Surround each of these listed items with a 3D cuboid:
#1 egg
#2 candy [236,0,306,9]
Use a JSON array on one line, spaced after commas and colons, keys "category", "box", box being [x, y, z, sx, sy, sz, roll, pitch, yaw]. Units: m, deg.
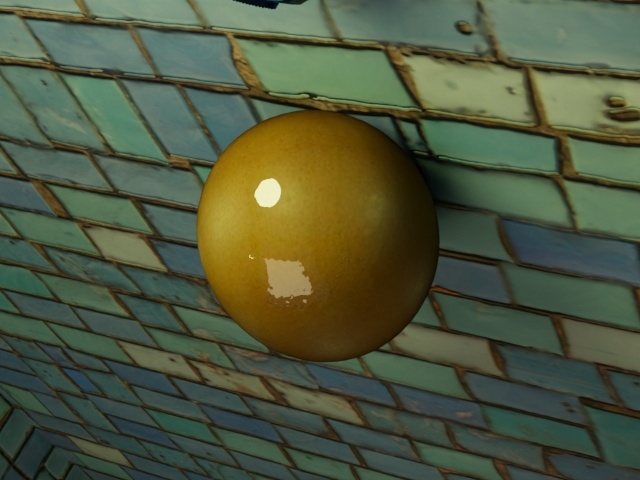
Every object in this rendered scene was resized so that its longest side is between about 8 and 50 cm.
[{"category": "egg", "box": [0.000, 0.000, 1.605, 0.283, 0.282, 0.351, 15, 152, 24]}, {"category": "candy", "box": [-0.014, -0.260, 1.337, 0.136, 0.038, 0.088, -21, 168, 29]}]
